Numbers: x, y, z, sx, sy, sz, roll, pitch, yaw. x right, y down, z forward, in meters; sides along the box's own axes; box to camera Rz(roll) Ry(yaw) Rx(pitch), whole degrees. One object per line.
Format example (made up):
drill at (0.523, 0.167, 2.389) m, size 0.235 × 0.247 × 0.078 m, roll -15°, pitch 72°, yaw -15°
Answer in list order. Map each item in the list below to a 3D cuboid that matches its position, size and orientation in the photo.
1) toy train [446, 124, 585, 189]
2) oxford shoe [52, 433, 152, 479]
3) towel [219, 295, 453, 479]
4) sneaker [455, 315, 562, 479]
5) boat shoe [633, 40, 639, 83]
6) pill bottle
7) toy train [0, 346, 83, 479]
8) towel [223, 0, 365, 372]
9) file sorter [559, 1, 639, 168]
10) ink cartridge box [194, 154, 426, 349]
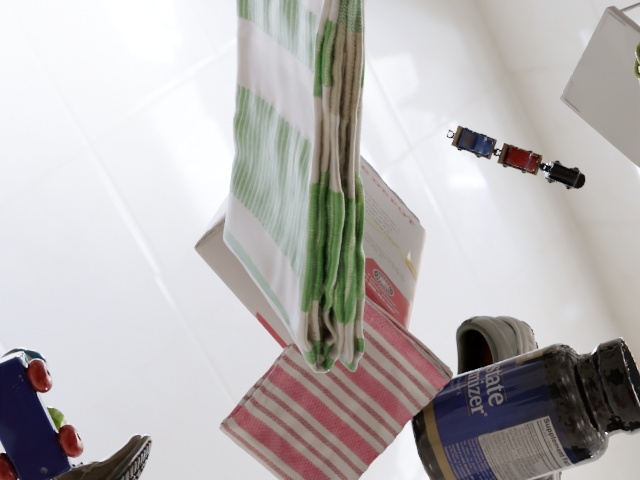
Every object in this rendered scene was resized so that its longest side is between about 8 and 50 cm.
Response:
toy train at (0.209, -0.087, 1.376) m, size 0.036 × 0.158 × 0.027 m, roll -118°, pitch -133°, yaw -80°
oxford shoe at (-0.302, 0.313, 1.682) m, size 0.096 × 0.082 × 0.227 m, roll 29°, pitch -141°, yaw 17°
towel at (0.015, 0.157, 1.259) m, size 0.197 × 0.144 × 0.029 m, roll -49°, pitch -170°, yaw 6°
sneaker at (0.208, 0.216, 1.535) m, size 0.100 × 0.108 × 0.271 m, roll -26°, pitch -118°, yaw 38°
boat shoe at (0.382, -0.173, 1.372) m, size 0.091 × 0.305 × 0.109 m, roll 11°, pitch -115°, yaw 36°
pill bottle at (0.210, 0.174, 1.290) m, size 0.219 × 0.122 × 0.123 m, roll -21°, pitch -159°, yaw 17°
toy train at (-0.337, 0.249, 1.582) m, size 0.105 × 0.248 × 0.143 m, roll -24°, pitch -170°, yaw -2°
towel at (-0.025, -0.110, 0.803) m, size 0.038 × 0.324 × 0.248 m, roll -6°, pitch -159°, yaw -16°
file sorter at (0.572, -0.238, 2.093) m, size 0.173 × 0.192 × 0.277 m, roll -23°, pitch -122°, yaw -36°
ink cartridge box at (0.000, 0.000, 1.501) m, size 0.131 × 0.226 × 0.306 m, roll -38°, pitch -169°, yaw 19°
